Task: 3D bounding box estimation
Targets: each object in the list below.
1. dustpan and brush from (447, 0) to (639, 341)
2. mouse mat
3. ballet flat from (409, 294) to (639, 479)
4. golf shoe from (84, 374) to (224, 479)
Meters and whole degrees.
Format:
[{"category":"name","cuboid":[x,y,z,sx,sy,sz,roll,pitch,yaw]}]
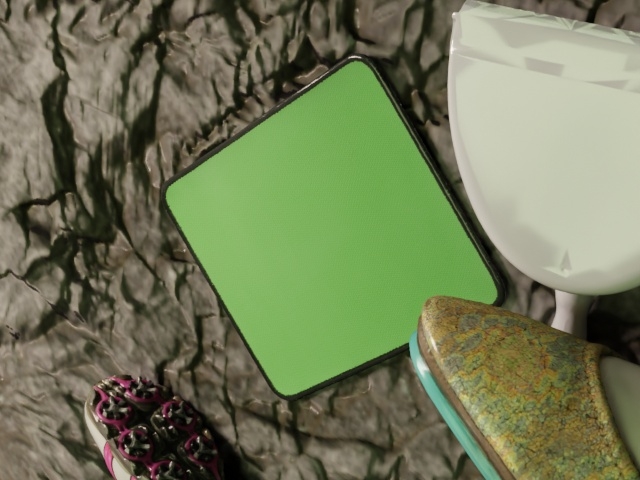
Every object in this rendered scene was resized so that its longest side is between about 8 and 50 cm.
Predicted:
[{"category":"dustpan and brush","cuboid":[0.122,-0.001,0.646,0.147,0.060,0.211,15,113,18]},{"category":"mouse mat","cuboid":[0.000,0.000,0.764,0.189,0.007,0.152,-29,91,43]},{"category":"ballet flat","cuboid":[0.180,0.146,0.622,0.123,0.123,0.348,-33,94,42]},{"category":"golf shoe","cuboid":[-0.087,0.167,0.866,0.186,0.067,0.086,46,132,11]}]
